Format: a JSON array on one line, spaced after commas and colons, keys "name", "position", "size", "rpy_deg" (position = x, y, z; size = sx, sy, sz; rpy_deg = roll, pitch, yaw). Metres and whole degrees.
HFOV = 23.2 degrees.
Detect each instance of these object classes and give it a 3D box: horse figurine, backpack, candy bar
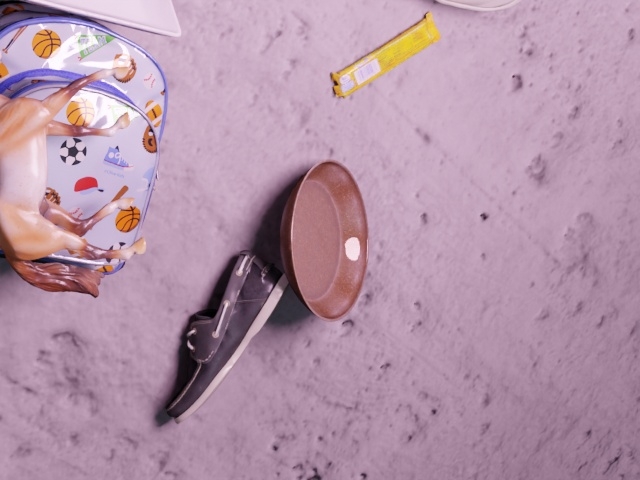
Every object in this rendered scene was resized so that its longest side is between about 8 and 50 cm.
[{"name": "horse figurine", "position": [-0.260, -0.060, 1.472], "size": [0.175, 0.066, 0.263], "rpy_deg": [-8, 105, -17]}, {"name": "backpack", "position": [-0.283, -0.106, 1.601], "size": [0.277, 0.213, 0.263], "rpy_deg": [11, 95, -35]}, {"name": "candy bar", "position": [0.081, -0.225, 1.906], "size": [0.161, 0.018, 0.040], "rpy_deg": [-33, 124, -17]}]

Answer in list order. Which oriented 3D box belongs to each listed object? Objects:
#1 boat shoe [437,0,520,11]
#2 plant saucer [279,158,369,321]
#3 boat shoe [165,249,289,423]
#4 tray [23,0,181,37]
[{"name": "boat shoe", "position": [0.107, -0.356, 1.830], "size": [0.319, 0.116, 0.099], "rpy_deg": [11, 62, -31]}, {"name": "plant saucer", "position": [0.000, 0.000, 1.903], "size": [0.199, 0.036, 0.198], "rpy_deg": [1, 89, -62]}, {"name": "boat shoe", "position": [-0.127, 0.120, 1.911], "size": [0.079, 0.084, 0.233], "rpy_deg": [33, 100, -3]}, {"name": "tray", "position": [-0.274, -0.277, 1.571], "size": [0.270, 0.145, 0.030], "rpy_deg": [10, 139, -37]}]
